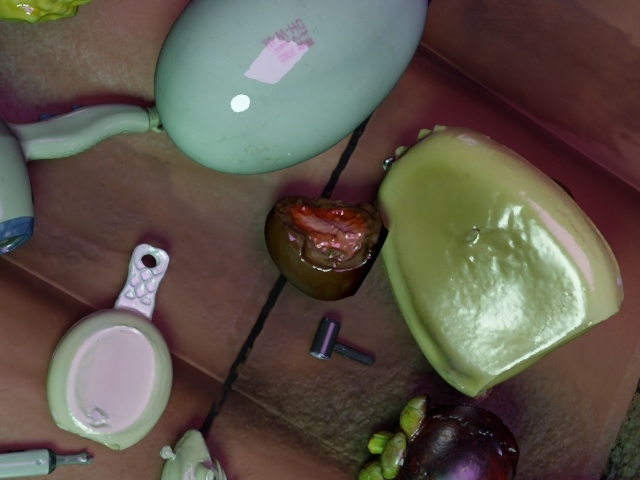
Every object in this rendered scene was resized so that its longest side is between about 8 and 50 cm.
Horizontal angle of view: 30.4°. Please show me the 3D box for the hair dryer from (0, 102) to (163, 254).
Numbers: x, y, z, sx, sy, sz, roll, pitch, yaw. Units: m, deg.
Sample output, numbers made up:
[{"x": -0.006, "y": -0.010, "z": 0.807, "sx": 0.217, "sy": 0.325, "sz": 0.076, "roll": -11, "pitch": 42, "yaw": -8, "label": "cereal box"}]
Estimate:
[{"x": -0.355, "y": -0.164, "z": 1.299, "sx": 0.296, "sy": 0.119, "sz": 0.298, "roll": 48, "pitch": 55, "yaw": -4, "label": "hair dryer"}]

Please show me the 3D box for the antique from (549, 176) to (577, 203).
[{"x": 0.278, "y": -0.034, "z": 1.488, "sx": 0.104, "sy": 0.104, "sz": 0.104, "roll": 3, "pitch": 82, "yaw": -19, "label": "antique"}]

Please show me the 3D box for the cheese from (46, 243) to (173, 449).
[{"x": -0.220, "y": 0.114, "z": 1.312, "sx": 0.137, "sy": 0.064, "sz": 0.227, "roll": 21, "pitch": 75, "yaw": -17, "label": "cheese"}]

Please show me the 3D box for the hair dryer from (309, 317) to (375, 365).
[{"x": 0.031, "y": 0.129, "z": 1.419, "sx": 0.083, "sy": 0.026, "sz": 0.047, "roll": 26, "pitch": 76, "yaw": -18, "label": "hair dryer"}]

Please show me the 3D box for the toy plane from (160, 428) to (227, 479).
[{"x": -0.134, "y": 0.352, "z": 1.304, "sx": 0.108, "sy": 0.092, "sz": 0.286, "roll": 7, "pitch": 77, "yaw": -44, "label": "toy plane"}]

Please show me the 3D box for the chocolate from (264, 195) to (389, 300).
[{"x": 0.000, "y": 0.000, "z": 1.376, "sx": 0.133, "sy": 0.124, "sz": 0.127, "roll": 33, "pitch": 104, "yaw": 10, "label": "chocolate"}]

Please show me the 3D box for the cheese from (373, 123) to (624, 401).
[{"x": 0.190, "y": 0.009, "z": 1.397, "sx": 0.259, "sy": 0.128, "sz": 0.316, "roll": -32, "pitch": 81, "yaw": 15, "label": "cheese"}]

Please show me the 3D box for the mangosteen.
[{"x": 0.139, "y": 0.263, "z": 1.377, "sx": 0.180, "sy": 0.166, "sz": 0.166, "roll": 21, "pitch": 75, "yaw": 9, "label": "mangosteen"}]

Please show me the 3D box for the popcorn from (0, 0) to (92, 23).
[{"x": -0.314, "y": -0.351, "z": 1.262, "sx": 0.217, "sy": 0.181, "sz": 0.235, "roll": -10, "pitch": 119, "yaw": -40, "label": "popcorn"}]

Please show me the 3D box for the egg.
[{"x": -0.026, "y": -0.220, "z": 1.338, "sx": 0.371, "sy": 0.230, "sz": 0.230, "roll": -40, "pitch": 97, "yaw": -25, "label": "egg"}]

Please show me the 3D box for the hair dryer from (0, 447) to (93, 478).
[{"x": -0.340, "y": 0.234, "z": 1.265, "sx": 0.198, "sy": 0.057, "sz": 0.100, "roll": 2, "pitch": 82, "yaw": -28, "label": "hair dryer"}]
